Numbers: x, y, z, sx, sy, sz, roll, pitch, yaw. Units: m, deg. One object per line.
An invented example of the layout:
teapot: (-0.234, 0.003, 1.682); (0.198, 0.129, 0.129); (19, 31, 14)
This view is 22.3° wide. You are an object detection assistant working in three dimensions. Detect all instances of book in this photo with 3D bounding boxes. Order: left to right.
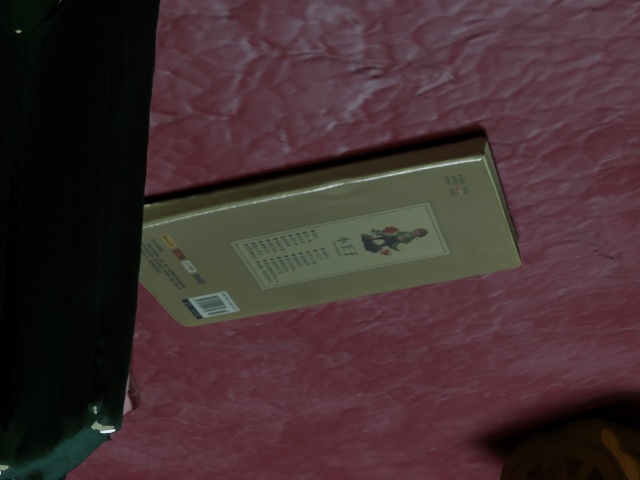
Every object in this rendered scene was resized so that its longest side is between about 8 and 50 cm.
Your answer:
book: (0.000, 0.000, 0.856); (0.198, 0.016, 0.138); (-11, 153, 10)

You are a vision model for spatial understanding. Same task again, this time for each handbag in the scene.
handbag: (-0.145, 0.023, 0.624); (0.089, 0.238, 0.326); (9, 150, -20)

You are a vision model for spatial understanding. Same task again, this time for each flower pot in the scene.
flower pot: (0.222, 0.228, 1.199); (0.195, 0.195, 0.179); (-24, 138, 32)

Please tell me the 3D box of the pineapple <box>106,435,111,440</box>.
pineapple: (-0.221, 0.133, 0.996); (0.197, 0.108, 0.108); (-26, 150, 15)

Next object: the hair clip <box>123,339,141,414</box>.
hair clip: (-0.153, 0.073, 0.874); (0.102, 0.123, 0.138); (-30, 166, -18)
